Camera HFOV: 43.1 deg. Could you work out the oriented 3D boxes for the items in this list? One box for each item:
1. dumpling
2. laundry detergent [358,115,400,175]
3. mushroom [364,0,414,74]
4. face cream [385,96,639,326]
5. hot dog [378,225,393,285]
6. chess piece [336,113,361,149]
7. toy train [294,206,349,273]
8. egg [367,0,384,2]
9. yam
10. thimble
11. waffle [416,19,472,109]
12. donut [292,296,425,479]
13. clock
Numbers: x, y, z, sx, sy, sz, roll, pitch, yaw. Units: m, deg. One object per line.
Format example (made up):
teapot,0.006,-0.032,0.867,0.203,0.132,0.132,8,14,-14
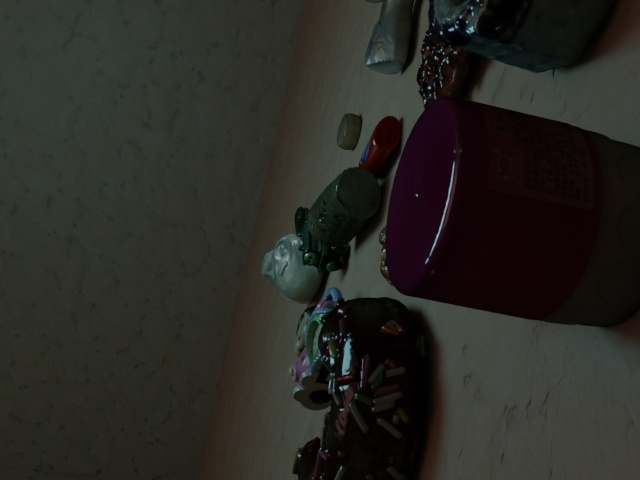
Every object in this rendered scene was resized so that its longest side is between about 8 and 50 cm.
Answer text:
dumpling,-0.063,0.065,1.887,0.124,0.151,0.229,-52,-10,-43
laundry detergent,0.103,-0.164,1.544,0.097,0.049,0.165,-66,3,-29
mushroom,0.145,-0.430,1.535,0.092,0.081,0.223,-12,-64,-83
face cream,0.173,-0.021,0.705,0.175,0.195,0.175,-170,90,-78
hot dog,0.131,0.015,1.222,0.191,0.059,0.108,169,108,-75
chess piece,0.065,-0.247,1.841,0.083,0.038,0.084,-167,90,-77
toy train,0.000,0.000,1.731,0.170,0.111,0.071,-93,14,-51
egg,0.155,-0.534,1.247,0.337,0.201,0.337,-26,-60,-58
yam,0.047,-0.063,1.568,0.194,0.107,0.107,131,148,-65
thimble,0.219,-0.296,0.872,0.237,0.150,0.237,-169,90,-77
waffle,0.192,-0.299,1.211,0.221,0.055,0.234,-98,18,-67
donut,0.055,0.249,1.170,0.259,0.136,0.345,161,119,-80
clock,0.009,0.192,1.538,0.195,0.100,0.194,-96,25,-50
